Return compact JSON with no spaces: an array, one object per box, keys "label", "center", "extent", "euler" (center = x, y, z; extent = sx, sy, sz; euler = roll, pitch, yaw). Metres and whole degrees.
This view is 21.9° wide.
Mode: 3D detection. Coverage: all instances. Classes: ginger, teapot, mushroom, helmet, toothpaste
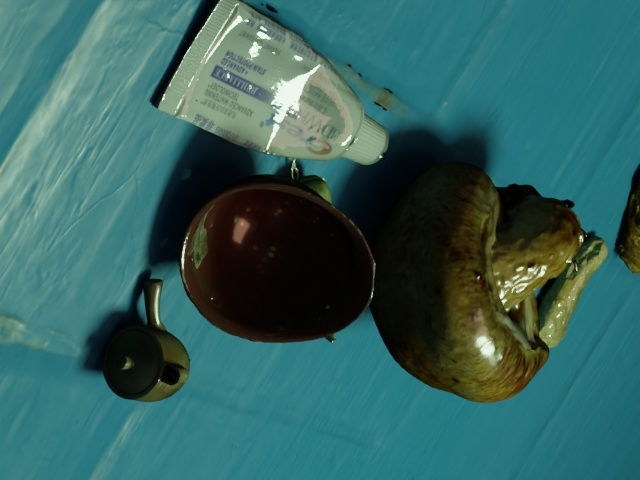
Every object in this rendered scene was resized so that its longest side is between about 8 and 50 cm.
[{"label":"ginger","center":[0.465,-0.034,2.253],"extent":[0.103,0.073,0.162],"euler":[-32,141,-38]},{"label":"teapot","center":[-0.143,0.091,1.475],"extent":[0.080,0.085,0.110],"euler":[15,85,-61]},{"label":"ginger","center":[0.326,0.069,2.169],"extent":[0.173,0.051,0.069],"euler":[-55,154,0]},{"label":"mushroom","center":[0.162,0.041,1.751],"extent":[0.283,0.195,0.263],"euler":[-31,105,-44]},{"label":"helmet","center":[-0.035,0.004,1.486],"extent":[0.106,0.175,0.155],"euler":[-81,-175,-67]},{"label":"toothpaste","center":[-0.028,-0.125,1.461],"extent":[0.282,0.068,0.099],"euler":[22,71,-53]}]

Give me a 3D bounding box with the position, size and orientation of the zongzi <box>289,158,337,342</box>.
[{"label":"zongzi","center":[0.000,0.000,1.546],"extent":[0.062,0.130,0.154],"euler":[-4,125,-21]}]
